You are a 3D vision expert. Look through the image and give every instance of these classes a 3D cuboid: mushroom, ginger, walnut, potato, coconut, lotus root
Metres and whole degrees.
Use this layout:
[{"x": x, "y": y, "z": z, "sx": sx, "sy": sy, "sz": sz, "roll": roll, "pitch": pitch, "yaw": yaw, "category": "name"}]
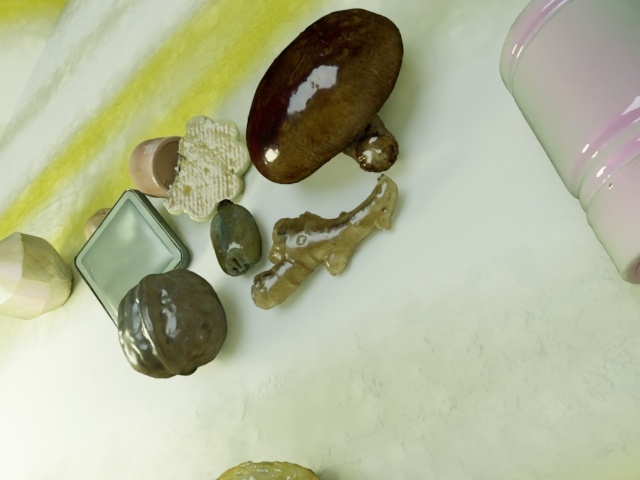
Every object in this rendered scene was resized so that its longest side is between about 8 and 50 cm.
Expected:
[{"x": 0.002, "y": -0.266, "z": 0.893, "sx": 0.345, "sy": 0.239, "sz": 0.345, "roll": -15, "pitch": 43, "yaw": 14, "category": "mushroom"}, {"x": 0.000, "y": 0.000, "z": 0.873, "sx": 0.334, "sy": 0.081, "sz": 0.147, "roll": -28, "pitch": 56, "yaw": 20, "category": "ginger"}, {"x": -0.290, "y": 0.167, "z": 0.968, "sx": 0.224, "sy": 0.224, "sz": 0.224, "roll": -15, "pitch": 64, "yaw": 34, "category": "walnut"}, {"x": -0.585, "y": -0.025, "z": 1.339, "sx": 0.112, "sy": 0.112, "sz": 0.146, "roll": -31, "pitch": 52, "yaw": 26, "category": "potato"}, {"x": -0.867, "y": 0.101, "z": 1.421, "sx": 0.259, "sy": 0.259, "sz": 0.259, "roll": -15, "pitch": 64, "yaw": 34, "category": "coconut"}, {"x": -0.181, "y": -0.013, "z": 1.020, "sx": 0.113, "sy": 0.088, "sz": 0.192, "roll": -43, "pitch": 51, "yaw": 26, "category": "lotus root"}]

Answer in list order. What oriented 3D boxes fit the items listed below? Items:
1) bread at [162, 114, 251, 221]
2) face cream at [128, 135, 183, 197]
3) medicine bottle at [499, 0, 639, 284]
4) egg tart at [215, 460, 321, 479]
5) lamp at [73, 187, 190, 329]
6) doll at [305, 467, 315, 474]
[{"x": -0.254, "y": -0.163, "z": 1.127, "sx": 0.182, "sy": 0.039, "sz": 0.250, "roll": 11, "pitch": 80, "yaw": 7, "category": "bread"}, {"x": -0.375, "y": -0.177, "z": 1.197, "sx": 0.104, "sy": 0.149, "sz": 0.149, "roll": 4, "pitch": 75, "yaw": 40, "category": "face cream"}, {"x": 0.361, "y": -0.138, "z": 0.547, "sx": 0.212, "sy": 0.212, "sz": 0.325, "roll": -32, "pitch": 54, "yaw": 26, "category": "medicine bottle"}, {"x": -0.045, "y": 0.442, "z": 0.703, "sx": 0.291, "sy": 0.107, "sz": 0.290, "roll": -1, "pitch": 86, "yaw": 18, "category": "egg tart"}, {"x": -0.469, "y": 0.048, "z": 1.207, "sx": 0.269, "sy": 0.047, "sz": 0.266, "roll": -49, "pitch": 67, "yaw": 12, "category": "lamp"}, {"x": -0.036, "y": 0.422, "z": 0.769, "sx": 0.037, "sy": 0.027, "sz": 0.125, "roll": 12, "pitch": 81, "yaw": 33, "category": "doll"}]
